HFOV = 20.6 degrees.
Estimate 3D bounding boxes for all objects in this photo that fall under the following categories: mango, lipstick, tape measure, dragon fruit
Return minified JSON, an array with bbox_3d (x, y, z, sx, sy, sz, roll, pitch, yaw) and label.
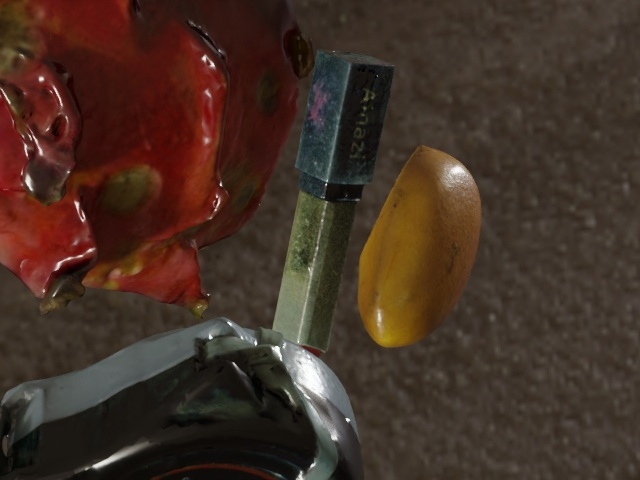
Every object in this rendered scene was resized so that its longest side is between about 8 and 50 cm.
[{"bbox_3d":[0.095,0.012,1.675,0.102,0.141,0.217,19,54,7],"label":"mango"},{"bbox_3d":[0.000,0.000,1.457,0.051,0.312,0.051,-1,18,-40],"label":"lipstick"},{"bbox_3d":[-0.067,0.129,1.003,0.182,0.181,0.107,-22,43,13],"label":"tape measure"},{"bbox_3d":[-0.101,-0.093,0.638,0.126,0.274,0.161,-28,2,35],"label":"dragon fruit"}]
